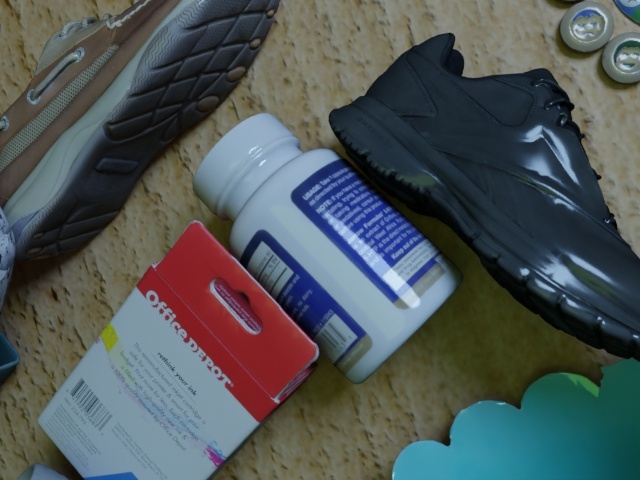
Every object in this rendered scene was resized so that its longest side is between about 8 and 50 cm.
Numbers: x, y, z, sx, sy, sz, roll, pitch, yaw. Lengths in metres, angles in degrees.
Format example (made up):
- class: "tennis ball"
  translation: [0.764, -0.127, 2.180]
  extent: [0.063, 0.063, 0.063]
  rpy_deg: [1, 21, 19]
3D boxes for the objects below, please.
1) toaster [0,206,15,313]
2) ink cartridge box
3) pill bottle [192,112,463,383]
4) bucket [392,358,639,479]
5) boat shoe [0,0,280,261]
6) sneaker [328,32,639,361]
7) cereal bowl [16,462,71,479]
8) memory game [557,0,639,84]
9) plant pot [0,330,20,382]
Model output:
- class: "toaster"
  translation: [-0.330, -0.003, 0.491]
  extent: [0.227, 0.146, 0.129]
  rpy_deg: [48, 126, 25]
- class: "ink cartridge box"
  translation: [-0.100, 0.103, 0.514]
  extent: [0.134, 0.078, 0.231]
  rpy_deg: [45, 112, 10]
- class: "pill bottle"
  translation: [0.000, 0.000, 0.486]
  extent: [0.187, 0.112, 0.112]
  rpy_deg: [46, 102, 10]
- class: "bucket"
  translation: [0.163, 0.209, 0.366]
  extent: [0.281, 0.281, 0.183]
  rpy_deg: [-25, 97, 14]
- class: "boat shoe"
  translation: [-0.166, -0.125, 0.526]
  extent: [0.324, 0.123, 0.116]
  rpy_deg: [-44, 78, 10]
- class: "sneaker"
  translation: [0.135, -0.039, 0.436]
  extent: [0.130, 0.109, 0.286]
  rpy_deg: [-48, 68, 3]
- class: "cereal bowl"
  translation: [-0.242, 0.340, 0.464]
  extent: [0.141, 0.339, 0.339]
  rpy_deg: [36, 101, -12]
- class: "memory game"
  translation: [0.252, -0.195, 0.464]
  extent: [0.186, 0.012, 0.186]
  rpy_deg: [0, 91, 16]
- class: "plant pot"
  translation: [-0.424, 0.141, 0.583]
  extent: [0.166, 0.165, 0.234]
  rpy_deg: [46, 113, 10]
